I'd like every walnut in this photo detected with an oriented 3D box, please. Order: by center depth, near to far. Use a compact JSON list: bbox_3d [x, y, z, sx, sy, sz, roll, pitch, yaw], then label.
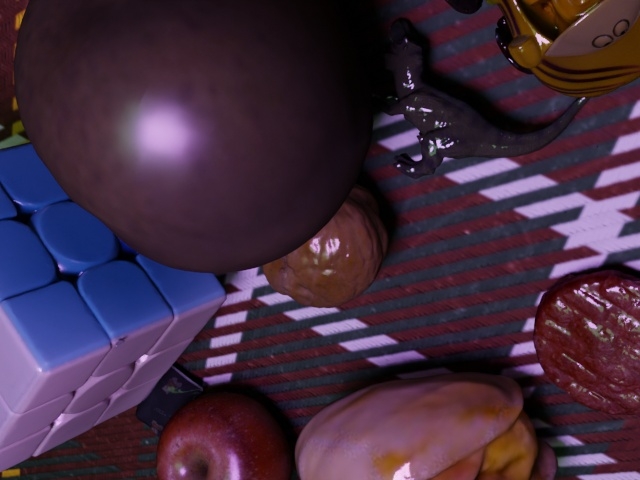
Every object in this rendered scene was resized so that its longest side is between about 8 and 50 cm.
[{"bbox_3d":[0.000,0.000,1.096,0.166,0.149,0.167,45,148,38],"label":"walnut"}]

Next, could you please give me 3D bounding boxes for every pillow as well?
[{"bbox_3d":[-0.226,0.239,1.451,0.090,0.048,0.150,26,126,5],"label":"pillow"}]

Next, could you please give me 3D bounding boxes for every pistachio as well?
[{"bbox_3d":[0.110,0.260,1.145,0.308,0.230,0.230,-21,107,21],"label":"pistachio"}]

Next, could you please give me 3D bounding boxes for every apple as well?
[{"bbox_3d":[-0.130,0.306,1.357,0.201,0.162,0.201,1,92,32],"label":"apple"}]

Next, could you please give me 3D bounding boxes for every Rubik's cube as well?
[{"bbox_3d":[-0.349,0.075,1.220,0.290,0.291,0.291,53,132,14],"label":"Rubik's cube"}]

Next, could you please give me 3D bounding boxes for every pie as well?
[{"bbox_3d":[0.310,0.109,1.032,0.182,0.049,0.182,17,128,23],"label":"pie"}]

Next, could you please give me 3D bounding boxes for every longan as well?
[{"bbox_3d":[-0.124,-0.145,0.940,0.360,0.361,0.361,16,126,23],"label":"longan"}]

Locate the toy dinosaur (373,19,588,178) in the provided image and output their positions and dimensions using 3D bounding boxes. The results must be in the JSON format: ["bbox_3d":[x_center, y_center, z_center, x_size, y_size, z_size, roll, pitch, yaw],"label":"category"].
[{"bbox_3d":[0.136,-0.144,0.953,0.187,0.087,0.179,49,133,-6],"label":"toy dinosaur"}]

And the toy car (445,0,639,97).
[{"bbox_3d":[0.204,-0.217,0.788,0.248,0.142,0.200,36,125,-21],"label":"toy car"}]
